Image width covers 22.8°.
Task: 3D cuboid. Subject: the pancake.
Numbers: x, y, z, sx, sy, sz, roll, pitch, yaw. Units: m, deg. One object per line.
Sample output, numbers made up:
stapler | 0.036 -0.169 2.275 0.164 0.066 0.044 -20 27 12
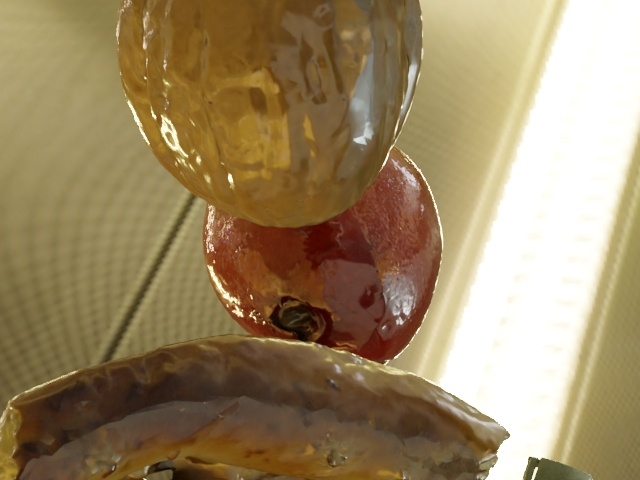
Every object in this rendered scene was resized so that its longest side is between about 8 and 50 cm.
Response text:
pancake | -0.041 0.161 0.720 0.057 0.266 0.244 -16 -121 66

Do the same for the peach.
peach | 0.000 0.000 1.589 0.238 0.281 0.281 -14 -138 9

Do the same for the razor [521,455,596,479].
razor | 0.199 0.277 1.516 0.068 0.232 0.106 21 -104 4

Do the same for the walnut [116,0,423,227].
walnut | -0.033 -0.133 1.148 0.225 0.261 0.225 -5 -159 2
